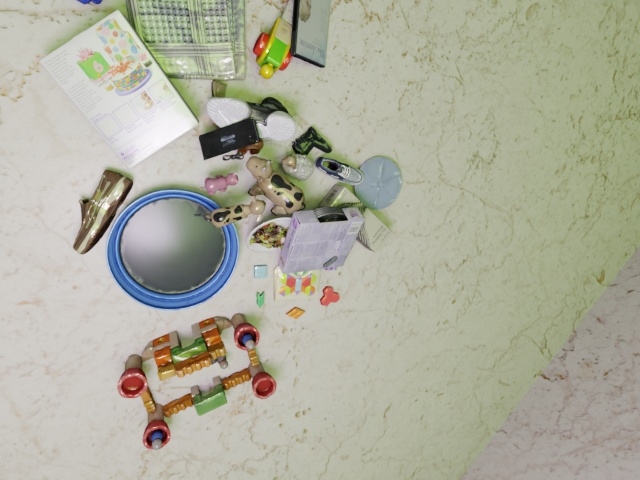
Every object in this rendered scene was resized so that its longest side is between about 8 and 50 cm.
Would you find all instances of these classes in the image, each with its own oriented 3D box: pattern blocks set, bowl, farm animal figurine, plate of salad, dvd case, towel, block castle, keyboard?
[{"bbox_3d":[-0.086,0.158,1.514,0.325,0.026,0.285,-14,109,-19],"label":"pattern blocks set"},{"bbox_3d":[-0.459,0.028,1.289,0.391,0.077,0.391,-6,106,-22],"label":"bowl"},{"bbox_3d":[-0.181,-0.166,1.254,0.327,0.172,0.330,21,77,-29],"label":"farm animal figurine"},{"bbox_3d":[-0.151,-0.008,1.372,0.200,0.048,0.200,-17,152,-10],"label":"plate of salad"},{"bbox_3d":[-0.027,-0.686,1.257,0.180,0.022,0.253,-16,115,-58],"label":"dvd case"},{"bbox_3d":[-0.372,-0.627,1.161,0.324,0.056,0.312,-8,107,-22],"label":"towel"},{"bbox_3d":[-0.398,0.462,1.357,0.453,0.213,0.303,-20,111,-17],"label":"block castle"},{"bbox_3d":[-0.263,-0.281,1.186,0.180,0.023,0.108,-16,84,11],"label":"keyboard"}]

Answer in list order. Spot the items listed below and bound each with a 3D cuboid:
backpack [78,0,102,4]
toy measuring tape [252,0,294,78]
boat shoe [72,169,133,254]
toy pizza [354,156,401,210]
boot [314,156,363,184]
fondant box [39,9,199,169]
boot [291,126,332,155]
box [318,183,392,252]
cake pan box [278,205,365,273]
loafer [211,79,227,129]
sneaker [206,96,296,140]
[{"bbox_3d":[-0.595,-0.658,1.019,0.101,0.120,0.098,15,97,-26],"label":"backpack"},{"bbox_3d":[-0.131,-0.633,1.258,0.121,0.121,0.330,23,71,-27],"label":"toy measuring tape"},{"bbox_3d":[-0.652,-0.088,1.176,0.095,0.095,0.257,32,84,-13],"label":"boat shoe"},{"bbox_3d":[0.217,-0.215,1.540,0.201,0.032,0.201,-6,105,-21],"label":"toy pizza"},{"bbox_3d":[0.074,-0.240,1.425,0.190,0.086,0.069,16,98,-17],"label":"boot"},{"bbox_3d":[-0.529,-0.400,1.110,0.238,0.096,0.330,-33,116,0],"label":"fondant box"},{"bbox_3d":[-0.032,-0.319,1.397,0.121,0.045,0.099,44,82,-19],"label":"boot"},{"bbox_3d":[0.131,-0.080,1.504,0.275,0.094,0.113,38,87,-26],"label":"box"},{"bbox_3d":[0.000,0.000,1.388,0.246,0.070,0.267,-8,141,-27],"label":"cake pan box"},{"bbox_3d":[-0.304,-0.414,1.247,0.050,0.056,0.148,-7,107,-15],"label":"loafer"},{"bbox_3d":[-0.208,-0.388,1.248,0.269,0.153,0.101,12,123,-14],"label":"sneaker"}]
